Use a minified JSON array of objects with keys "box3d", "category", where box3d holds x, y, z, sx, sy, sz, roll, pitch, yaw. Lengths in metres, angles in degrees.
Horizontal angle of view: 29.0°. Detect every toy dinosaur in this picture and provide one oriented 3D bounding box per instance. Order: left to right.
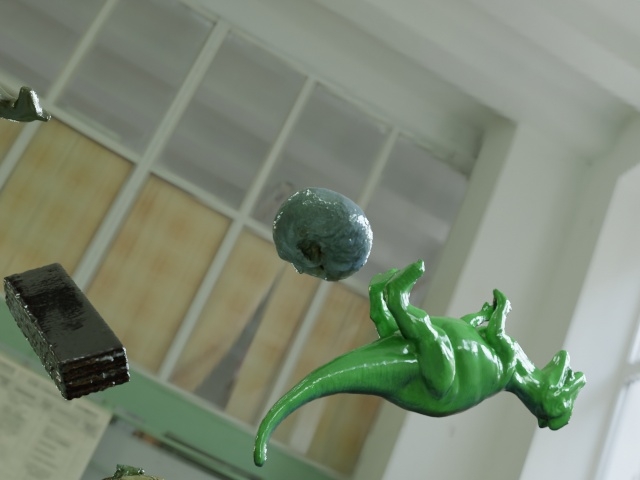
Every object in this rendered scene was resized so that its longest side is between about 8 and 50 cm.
[{"box3d":[0.143,0.236,1.693,0.374,0.500,0.144,51,-33,-15],"category":"toy dinosaur"}]

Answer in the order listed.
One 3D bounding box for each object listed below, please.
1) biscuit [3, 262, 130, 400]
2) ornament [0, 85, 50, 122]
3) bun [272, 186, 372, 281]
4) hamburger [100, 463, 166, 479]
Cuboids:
[{"box3d":[-0.424,0.139,2.026,0.388,0.107,0.073,36,-44,57],"category":"biscuit"},{"box3d":[-0.654,-0.270,2.339,0.230,0.061,0.245,-23,-47,40],"category":"ornament"},{"box3d":[0.000,0.000,1.659,0.140,0.083,0.141,9,-53,11],"category":"bun"},{"box3d":[-0.297,0.406,1.929,0.176,0.087,0.102,-3,-53,-9],"category":"hamburger"}]
